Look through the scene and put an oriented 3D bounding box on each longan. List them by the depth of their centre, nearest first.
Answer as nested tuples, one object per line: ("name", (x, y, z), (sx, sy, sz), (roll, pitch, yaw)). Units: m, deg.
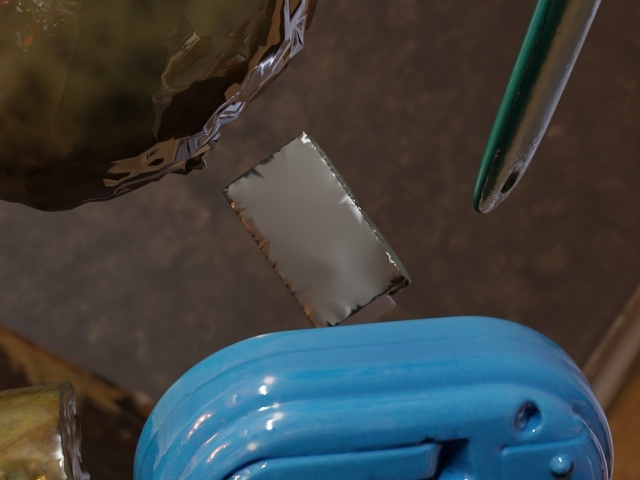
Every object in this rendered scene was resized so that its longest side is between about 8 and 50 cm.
("longan", (-0.190, -0.217, 1.490), (0.391, 0.391, 0.391), (31, 13, -8))

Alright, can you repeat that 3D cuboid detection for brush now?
("brush", (0.076, -0.091, 0.598), (0.032, 0.193, 0.043), (36, 39, 21))

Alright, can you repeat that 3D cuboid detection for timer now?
("timer", (0.034, 0.214, 1.221), (0.309, 0.340, 0.115), (-4, 31, -11))

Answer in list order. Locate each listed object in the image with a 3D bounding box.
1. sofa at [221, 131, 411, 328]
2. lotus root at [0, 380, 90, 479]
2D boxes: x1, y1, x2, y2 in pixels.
("sofa", (0.000, 0.000, 1.430), (0.147, 0.085, 0.060), (55, 3, 17))
("lotus root", (-0.275, 0.234, 1.202), (0.260, 0.267, 0.149), (-8, -12, -4))
